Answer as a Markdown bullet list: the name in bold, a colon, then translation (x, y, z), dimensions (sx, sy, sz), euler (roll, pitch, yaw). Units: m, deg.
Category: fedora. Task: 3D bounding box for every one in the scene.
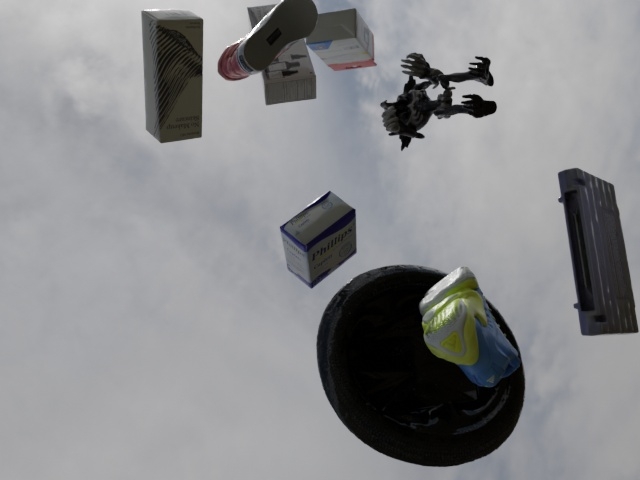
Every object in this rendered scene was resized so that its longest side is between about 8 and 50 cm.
- **fedora**: translation (0.137, 0.197, 0.897), dimensions (0.334, 0.152, 0.334), euler (10, -121, -16)

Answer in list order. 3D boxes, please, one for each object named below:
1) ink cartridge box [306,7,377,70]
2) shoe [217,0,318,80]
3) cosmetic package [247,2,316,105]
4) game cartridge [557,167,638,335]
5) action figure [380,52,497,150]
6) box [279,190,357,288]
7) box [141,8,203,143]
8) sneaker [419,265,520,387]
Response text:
- **ink cartridge box**: translation (0.062, -0.523, 1.545), dimensions (0.231, 0.134, 0.078), euler (5, -96, -71)
- **shoe**: translation (-0.081, -0.303, 0.874), dimensions (0.178, 0.081, 0.063), euler (-52, -59, -29)
- **cosmetic package**: translation (-0.077, -0.367, 1.128), dimensions (0.099, 0.239, 0.060), euler (-9, -35, -9)
- **game cartridge**: translation (0.613, 0.032, 1.292), dimensions (0.230, 0.068, 0.354), euler (10, -108, -48)
- **action figure**: translation (0.189, -0.266, 1.092), dimensions (0.141, 0.276, 0.164), euler (17, -100, -34)
- **box**: translation (0.000, 0.000, 1.099), dimensions (0.126, 0.072, 0.137), euler (-38, -33, -22)
- **box**: translation (-0.329, -0.365, 1.306), dimensions (0.113, 0.094, 0.275), euler (-17, -50, -32)
- **sneaker**: translation (0.200, 0.122, 0.787), dimensions (0.126, 0.091, 0.240), euler (49, -157, -2)
